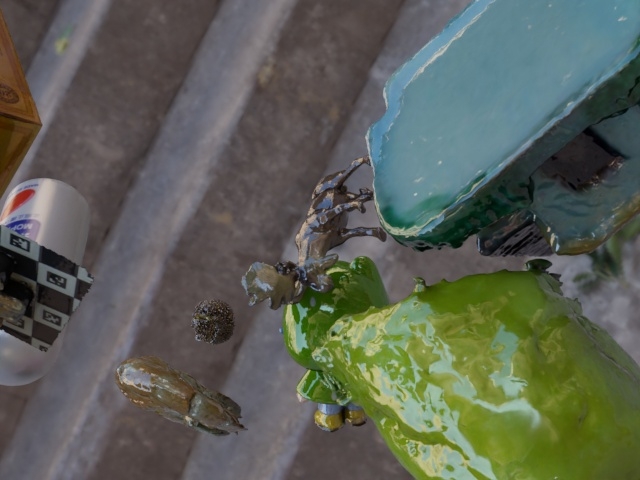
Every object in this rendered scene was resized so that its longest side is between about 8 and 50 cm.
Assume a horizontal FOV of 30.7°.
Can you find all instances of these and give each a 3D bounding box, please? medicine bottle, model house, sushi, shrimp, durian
[{"bbox_3d":[-0.400,0.059,1.600,0.130,0.130,0.341,-46,26,28],"label":"medicine bottle"},{"bbox_3d":[0.220,-0.076,0.971,0.280,0.249,0.230,-41,32,24],"label":"model house"},{"bbox_3d":[-0.338,0.048,1.158,0.210,0.193,0.040,-50,15,53],"label":"sushi"},{"bbox_3d":[-0.091,0.124,0.889,0.099,0.180,0.041,17,77,21],"label":"shrimp"},{"bbox_3d":[0.189,0.150,0.951,0.339,0.256,0.204,49,129,23],"label":"durian"},{"bbox_3d":[-0.179,0.137,1.977,0.080,0.091,0.080,2,94,29],"label":"durian"}]

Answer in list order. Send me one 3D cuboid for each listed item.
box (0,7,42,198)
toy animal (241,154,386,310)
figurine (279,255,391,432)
[{"bbox_3d":[-0.399,-0.152,1.274,0.174,0.076,0.274,-54,43,27],"label":"box"},{"bbox_3d":[0.000,0.000,1.510,0.186,0.094,0.214,-20,34,30],"label":"toy animal"},{"bbox_3d":[0.026,0.144,1.625,0.143,0.162,0.263,-110,14,-63],"label":"figurine"}]
